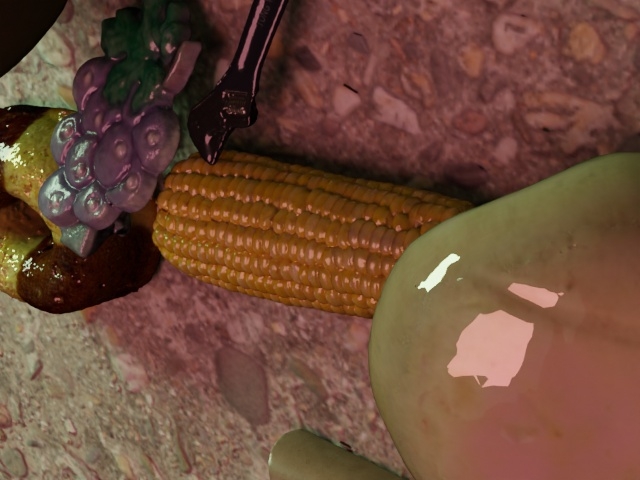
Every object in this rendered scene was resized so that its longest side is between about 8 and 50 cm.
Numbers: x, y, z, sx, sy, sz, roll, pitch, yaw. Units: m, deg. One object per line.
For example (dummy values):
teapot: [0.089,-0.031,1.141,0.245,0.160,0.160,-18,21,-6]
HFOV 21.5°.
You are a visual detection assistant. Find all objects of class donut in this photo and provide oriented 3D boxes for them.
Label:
donut: [-0.206,-0.019,1.265,0.184,0.073,0.166,23,129,32]

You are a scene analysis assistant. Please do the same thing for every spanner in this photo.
spanner: [-0.037,-0.140,1.057,0.046,0.012,0.208,33,115,23]

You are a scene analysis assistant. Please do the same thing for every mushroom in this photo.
mushroom: [0.145,0.057,0.933,0.246,0.202,0.246,-4,125,-6]

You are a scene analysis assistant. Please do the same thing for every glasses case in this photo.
glasses case: [0.038,0.223,1.193,0.193,0.070,0.102,23,128,29]

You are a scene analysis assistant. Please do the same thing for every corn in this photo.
corn: [0.000,0.000,1.084,0.244,0.093,0.093,14,122,35]

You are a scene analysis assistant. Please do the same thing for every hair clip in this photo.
hair clip: [-0.128,-0.078,1.146,0.124,0.052,0.195,31,106,40]

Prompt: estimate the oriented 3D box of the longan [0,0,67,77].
longan: [-0.295,-0.237,1.056,0.319,0.319,0.319,20,125,31]
